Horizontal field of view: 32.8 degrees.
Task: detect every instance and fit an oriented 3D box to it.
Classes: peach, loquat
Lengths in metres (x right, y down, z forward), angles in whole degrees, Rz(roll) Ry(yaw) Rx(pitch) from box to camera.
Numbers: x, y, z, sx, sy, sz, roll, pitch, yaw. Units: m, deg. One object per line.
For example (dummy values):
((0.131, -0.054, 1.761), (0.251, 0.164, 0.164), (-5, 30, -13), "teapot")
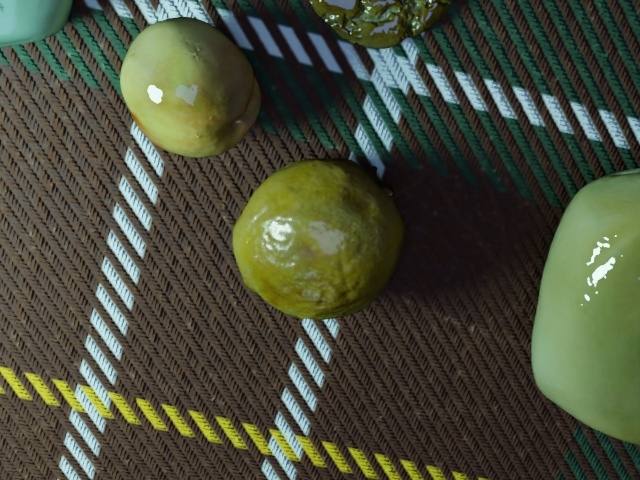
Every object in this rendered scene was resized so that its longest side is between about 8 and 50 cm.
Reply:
((-0.166, -0.193, 1.401), (0.184, 0.184, 0.184), (0, 108, 0), "peach")
((0.000, 0.000, 1.462), (0.238, 0.193, 0.238), (0, 102, 2), "loquat")

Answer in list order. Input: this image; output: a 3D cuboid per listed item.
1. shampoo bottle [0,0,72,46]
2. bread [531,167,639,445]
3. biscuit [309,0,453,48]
((-0.431, -0.417, 1.343), (0.222, 0.151, 0.349), (-6, 107, 4), "shampoo bottle")
((0.473, 0.087, 1.467), (0.348, 0.253, 0.376), (11, 106, 0), "bread")
((0.082, -0.363, 1.422), (0.226, 0.042, 0.226), (0, 107, 0), "biscuit")
